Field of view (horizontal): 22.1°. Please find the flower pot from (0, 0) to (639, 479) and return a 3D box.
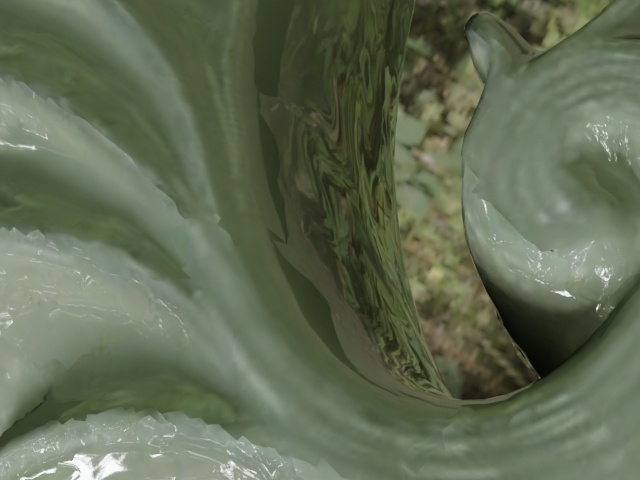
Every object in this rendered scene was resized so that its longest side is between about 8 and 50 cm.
[{"bbox_3d":[0.000,0.000,0.460,0.367,0.254,0.164,44,180,29],"label":"flower pot"}]
